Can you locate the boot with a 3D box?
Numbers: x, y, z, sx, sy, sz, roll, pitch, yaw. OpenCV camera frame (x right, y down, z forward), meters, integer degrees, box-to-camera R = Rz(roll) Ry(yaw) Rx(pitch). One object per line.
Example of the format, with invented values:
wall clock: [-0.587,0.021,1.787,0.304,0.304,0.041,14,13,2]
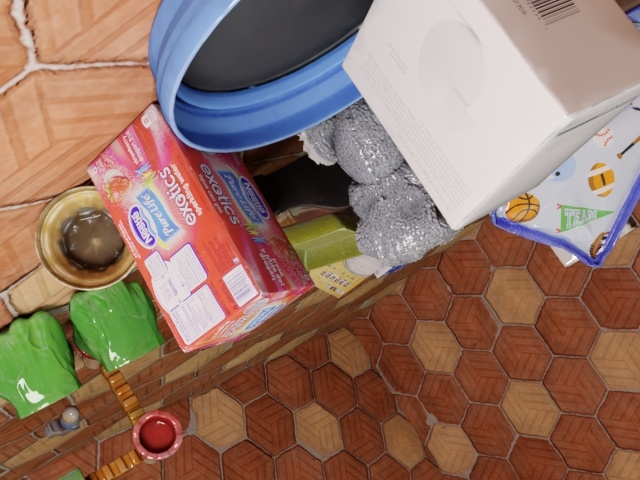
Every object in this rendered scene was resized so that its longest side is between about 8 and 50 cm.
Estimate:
boot: [-0.087,-0.035,1.262,0.264,0.096,0.280,-25,176,-33]

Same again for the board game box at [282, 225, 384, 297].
board game box: [-0.013,0.008,1.459,0.243,0.042,0.165,29,135,-24]

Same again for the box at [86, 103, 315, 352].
box: [-0.139,-0.017,0.912,0.128,0.256,0.123,-38,165,24]

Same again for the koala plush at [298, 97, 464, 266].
koala plush: [0.090,-0.101,1.064,0.196,0.221,0.203,-15,-151,28]

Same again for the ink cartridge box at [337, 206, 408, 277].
ink cartridge box: [0.096,-0.030,1.570,0.046,0.207,0.097,-40,166,32]

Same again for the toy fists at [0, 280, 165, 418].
toy fists: [-0.397,0.161,1.272,0.279,0.142,0.096,-27,-177,-23]

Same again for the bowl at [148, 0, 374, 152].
bowl: [0.000,-0.237,0.818,0.391,0.077,0.391,-31,168,-7]

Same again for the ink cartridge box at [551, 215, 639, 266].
ink cartridge box: [0.516,-0.143,1.742,0.160,0.384,0.279,-37,167,22]

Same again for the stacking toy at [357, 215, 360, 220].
stacking toy: [0.156,-0.192,1.441,0.309,0.130,0.279,-33,142,-11]

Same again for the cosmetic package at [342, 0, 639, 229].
cosmetic package: [0.160,-0.168,0.765,0.138,0.224,0.224,-26,167,-26]

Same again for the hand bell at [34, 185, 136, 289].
hand bell: [-0.291,0.007,1.060,0.126,0.126,0.242,-30,179,-9]

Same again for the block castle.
block castle: [-0.497,0.338,1.337,0.453,0.303,0.213,-27,166,-25]

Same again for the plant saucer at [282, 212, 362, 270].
plant saucer: [0.000,0.000,1.333,0.189,0.045,0.188,-17,164,27]

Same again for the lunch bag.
lunch bag: [0.388,-0.210,1.233,0.328,0.239,0.385,-93,-154,-69]
